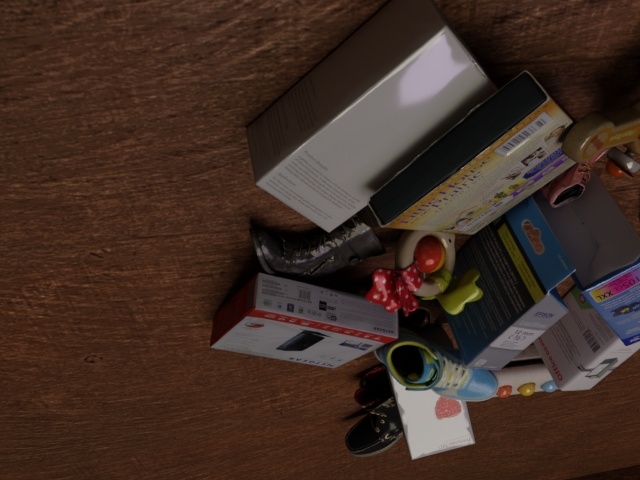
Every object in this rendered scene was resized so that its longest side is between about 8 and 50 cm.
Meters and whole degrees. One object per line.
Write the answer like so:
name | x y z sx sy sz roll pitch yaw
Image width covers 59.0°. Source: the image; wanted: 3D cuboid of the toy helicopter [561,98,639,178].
toy helicopter | 0.536 -0.190 0.978 0.355 0.140 0.235 -18 145 -28

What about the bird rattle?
bird rattle | 0.216 0.061 1.226 0.253 0.207 0.143 8 174 -26

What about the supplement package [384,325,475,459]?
supplement package | 0.277 0.389 1.496 0.177 0.175 0.293 -15 104 1

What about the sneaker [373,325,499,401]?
sneaker | 0.272 0.303 1.277 0.319 0.208 0.127 20 91 0

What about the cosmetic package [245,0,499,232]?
cosmetic package | 0.078 -0.197 0.910 0.365 0.155 0.197 -36 135 22

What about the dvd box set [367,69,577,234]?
dvd box set | 0.303 -0.122 0.994 0.307 0.062 0.420 -40 158 27

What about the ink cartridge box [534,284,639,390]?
ink cartridge box | 0.733 0.260 1.558 0.114 0.198 0.273 4 136 -20

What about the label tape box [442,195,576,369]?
label tape box | 0.416 0.088 1.243 0.115 0.249 0.348 12 133 -26

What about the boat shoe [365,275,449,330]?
boat shoe | 0.238 0.177 1.404 0.307 0.104 0.111 18 130 -31

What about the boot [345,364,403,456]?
boot | 0.187 0.523 1.748 0.377 0.138 0.284 -32 137 14

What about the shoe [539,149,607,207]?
shoe | 0.527 -0.143 1.145 0.063 0.081 0.178 27 125 -37

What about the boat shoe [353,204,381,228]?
boat shoe | 0.096 -0.074 1.049 0.072 0.190 0.068 -25 111 -11

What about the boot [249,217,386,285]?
boot | 0.000 0.000 1.172 0.229 0.091 0.263 -31 142 12

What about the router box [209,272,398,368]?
router box | -0.044 0.195 1.282 0.335 0.082 0.301 14 150 -22

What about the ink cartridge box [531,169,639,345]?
ink cartridge box | 0.645 0.054 1.252 0.151 0.270 0.395 -34 134 24

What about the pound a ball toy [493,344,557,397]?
pound a ball toy | 0.600 0.390 1.715 0.319 0.136 0.208 -3 138 -13
